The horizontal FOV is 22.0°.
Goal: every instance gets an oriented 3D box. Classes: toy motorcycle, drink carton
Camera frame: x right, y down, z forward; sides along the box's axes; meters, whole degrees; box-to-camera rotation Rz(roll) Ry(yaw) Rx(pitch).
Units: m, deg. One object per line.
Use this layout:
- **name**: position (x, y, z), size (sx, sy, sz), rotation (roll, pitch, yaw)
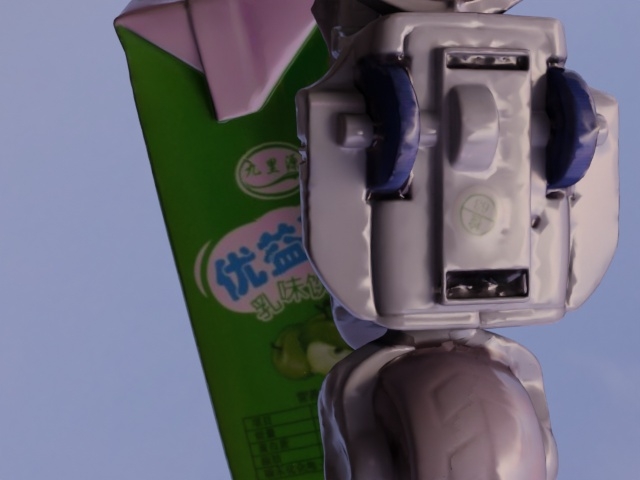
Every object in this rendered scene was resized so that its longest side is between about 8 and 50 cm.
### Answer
- **toy motorcycle**: position (0.033, -0.022, 0.527), size (0.112, 0.254, 0.112), rotation (0, -177, 0)
- **drink carton**: position (0.000, 0.000, 0.747), size (0.108, 0.271, 0.161), rotation (-11, -162, 6)
